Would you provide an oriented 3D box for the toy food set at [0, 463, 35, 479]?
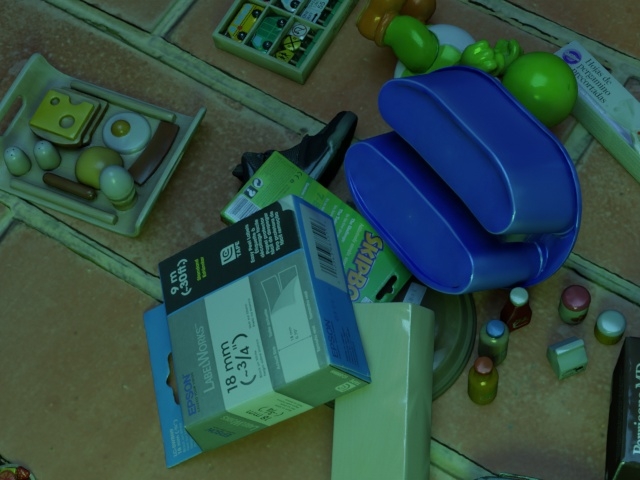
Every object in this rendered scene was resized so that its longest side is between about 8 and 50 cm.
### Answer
[{"bbox_3d":[-0.420,0.338,1.577,0.083,0.020,0.083,-1,64,5],"label":"toy food set"}]

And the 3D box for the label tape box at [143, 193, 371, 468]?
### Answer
[{"bbox_3d":[-0.120,0.124,1.524,0.334,0.106,0.240,-27,60,24],"label":"label tape box"}]

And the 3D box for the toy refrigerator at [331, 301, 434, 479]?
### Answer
[{"bbox_3d":[0.082,0.218,1.501,0.102,0.094,0.269,-3,78,27],"label":"toy refrigerator"}]

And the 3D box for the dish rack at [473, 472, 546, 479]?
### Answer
[{"bbox_3d":[0.241,0.420,1.418,0.208,0.074,0.271,12,76,15],"label":"dish rack"}]

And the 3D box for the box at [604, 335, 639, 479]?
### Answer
[{"bbox_3d":[0.465,0.232,1.455,0.203,0.167,0.168,5,65,9],"label":"box"}]

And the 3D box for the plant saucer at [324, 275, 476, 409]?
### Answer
[{"bbox_3d":[0.077,0.107,1.629,0.278,0.041,0.278,-2,63,4],"label":"plant saucer"}]

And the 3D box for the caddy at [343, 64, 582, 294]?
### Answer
[{"bbox_3d":[0.196,-0.082,1.593,0.179,0.241,0.341,-11,52,-42],"label":"caddy"}]

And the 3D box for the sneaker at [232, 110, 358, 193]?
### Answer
[{"bbox_3d":[-0.043,-0.118,1.725,0.130,0.087,0.227,33,77,13],"label":"sneaker"}]

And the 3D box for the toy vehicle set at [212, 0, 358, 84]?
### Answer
[{"bbox_3d":[-0.034,-0.387,1.885,0.166,0.035,0.267,25,69,17],"label":"toy vehicle set"}]

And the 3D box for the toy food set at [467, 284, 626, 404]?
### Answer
[{"bbox_3d":[0.292,0.121,1.562,0.232,0.104,0.111,-20,64,-4],"label":"toy food set"}]

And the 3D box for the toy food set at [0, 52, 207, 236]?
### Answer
[{"bbox_3d":[-0.351,-0.152,1.771,0.306,0.092,0.219,20,68,14],"label":"toy food set"}]

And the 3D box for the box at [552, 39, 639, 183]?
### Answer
[{"bbox_3d":[0.447,-0.155,1.704,0.063,0.067,0.324,-33,64,-12],"label":"box"}]

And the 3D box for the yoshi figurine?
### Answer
[{"bbox_3d":[0.235,-0.256,1.710,0.203,0.203,0.362,-36,69,-19],"label":"yoshi figurine"}]

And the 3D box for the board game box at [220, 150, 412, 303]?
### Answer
[{"bbox_3d":[0.000,0.000,1.626,0.259,0.039,0.124,37,73,11],"label":"board game box"}]
